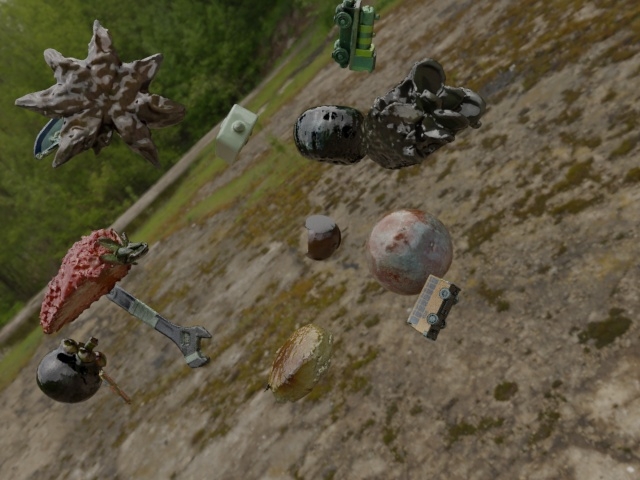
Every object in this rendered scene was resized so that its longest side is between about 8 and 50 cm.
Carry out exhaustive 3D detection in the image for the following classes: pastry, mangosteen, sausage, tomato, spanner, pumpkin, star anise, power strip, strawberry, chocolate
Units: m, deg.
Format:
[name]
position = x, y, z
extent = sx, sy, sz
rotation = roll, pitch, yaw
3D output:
[pastry]
position = -0.076, 0.451, 2.265
extent = 0.329, 0.136, 0.329
rotation = -48, 18, 21
[mangosteen]
position = -0.523, 0.271, 1.275
extent = 0.151, 0.137, 0.137
rotation = -59, 23, -3
[sausage]
position = -0.419, 0.301, 1.222
extent = 0.015, 0.100, 0.015
rotation = -29, 22, 13
[tomato]
position = 0.313, 0.040, 2.139
extent = 0.316, 0.317, 0.282
rotation = -50, 12, -22
[spanner]
position = -0.350, 0.166, 1.280
extent = 0.024, 0.316, 0.087
rotation = -9, -57, -60
[pumpkin]
position = 0.038, -0.298, 1.688
extent = 0.233, 0.233, 0.163
rotation = 6, 93, 62
[star anise]
position = -0.426, -0.262, 1.188
extent = 0.315, 0.315, 0.108
rotation = -49, 19, -21
[power strip]
position = -0.195, -0.234, 1.357
extent = 0.091, 0.062, 0.385
rotation = -61, 10, -3
[strawberry]
position = -0.481, 0.066, 1.217
extent = 0.286, 0.106, 0.188
rotation = -40, -5, 8
[chocolate]
position = 0.000, 0.000, 1.849
extent = 0.124, 0.133, 0.127
rotation = -32, 53, -22

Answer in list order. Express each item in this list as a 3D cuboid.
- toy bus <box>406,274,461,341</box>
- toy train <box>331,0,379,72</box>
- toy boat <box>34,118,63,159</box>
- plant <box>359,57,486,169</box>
[toy bus]
position = 0.342, 0.205, 1.832
extent = 0.103, 0.091, 0.182
rotation = 25, 87, 37
[toy train]
position = 0.101, -0.585, 1.708
extent = 0.132, 0.200, 0.083
rotation = 8, 45, 3
[toy boat]
position = -0.803, -0.324, 1.846
extent = 0.210, 0.070, 0.291
rotation = -50, 35, -1
[plant]
position = 0.214, -0.271, 1.353
extent = 0.188, 0.199, 0.276
rotation = -42, 7, -26
